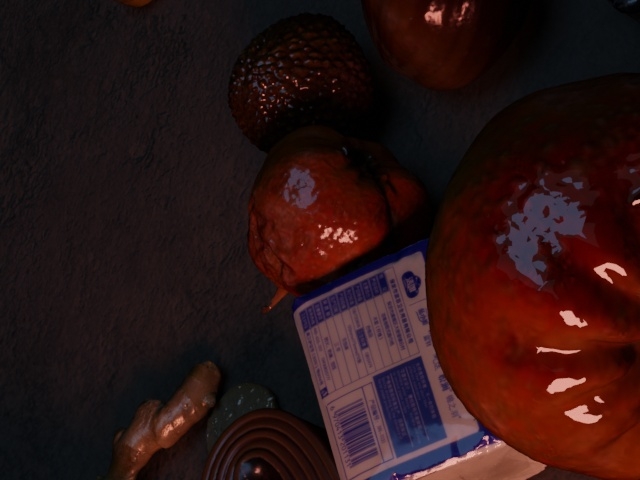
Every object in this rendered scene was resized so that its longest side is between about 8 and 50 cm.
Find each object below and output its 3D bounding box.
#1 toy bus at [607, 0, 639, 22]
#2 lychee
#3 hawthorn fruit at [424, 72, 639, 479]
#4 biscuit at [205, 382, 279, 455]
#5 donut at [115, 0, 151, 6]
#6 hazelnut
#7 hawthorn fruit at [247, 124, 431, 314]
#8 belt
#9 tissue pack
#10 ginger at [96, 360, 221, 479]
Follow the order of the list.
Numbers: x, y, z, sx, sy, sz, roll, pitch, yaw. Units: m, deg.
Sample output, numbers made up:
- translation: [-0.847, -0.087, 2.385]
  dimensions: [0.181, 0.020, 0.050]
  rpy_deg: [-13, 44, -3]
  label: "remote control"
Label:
- translation: [0.417, -0.242, 1.761]
  dimensions: [0.138, 0.112, 0.317]
  rpy_deg: [-51, 48, 5]
  label: "toy bus"
- translation: [-0.023, -0.180, 2.063]
  dimensions: [0.194, 0.194, 0.194]
  rpy_deg: [-18, 60, 34]
  label: "lychee"
- translation: [0.278, 0.014, 1.593]
  dimensions: [0.403, 0.403, 0.403]
  rpy_deg: [-18, 60, 34]
  label: "hawthorn fruit"
- translation: [-0.095, 0.228, 2.049]
  dimensions: [0.120, 0.015, 0.120]
  rpy_deg: [-18, 60, 35]
  label: "biscuit"
- translation: [-0.260, -0.380, 2.449]
  dimensions: [0.108, 0.043, 0.097]
  rpy_deg: [-23, 57, 30]
  label: "donut"
- translation: [0.141, -0.284, 1.980]
  dimensions: [0.181, 0.181, 0.212]
  rpy_deg: [-34, 62, -7]
  label: "hazelnut"
- translation: [0.000, 0.000, 1.954]
  dimensions: [0.243, 0.207, 0.207]
  rpy_deg: [-58, 44, 22]
  label: "hawthorn fruit"
- translation: [-0.019, 0.346, 1.858]
  dimensions: [0.217, 0.122, 0.338]
  rpy_deg: [-37, 51, 21]
  label: "belt"
- translation: [0.104, 0.154, 1.818]
  dimensions: [0.209, 0.137, 0.269]
  rpy_deg: [-25, 56, 10]
  label: "tissue pack"
- translation: [-0.230, 0.256, 2.116]
  dimensions: [0.288, 0.075, 0.089]
  rpy_deg: [-43, 55, 13]
  label: "ginger"
